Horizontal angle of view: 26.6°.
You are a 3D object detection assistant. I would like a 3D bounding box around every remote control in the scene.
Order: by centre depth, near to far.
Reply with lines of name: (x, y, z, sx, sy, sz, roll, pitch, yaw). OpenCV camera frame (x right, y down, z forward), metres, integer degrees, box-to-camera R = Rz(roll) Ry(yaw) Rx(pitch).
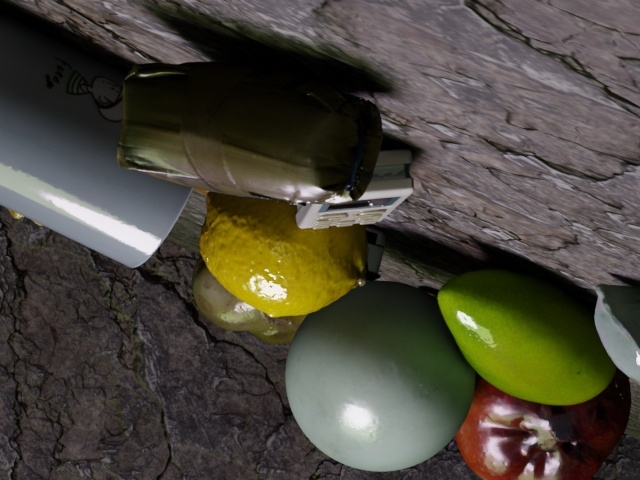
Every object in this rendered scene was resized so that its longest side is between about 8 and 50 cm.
remote control: (0.032, -0.051, 1.472, 0.103, 0.055, 0.277, -5, 176, -5)

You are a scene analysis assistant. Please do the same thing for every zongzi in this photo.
zongzi: (-0.021, -0.096, 1.296, 0.260, 0.123, 0.289, 11, -176, 29)

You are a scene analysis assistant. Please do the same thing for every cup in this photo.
cup: (-0.305, -0.120, 1.557, 0.312, 0.205, 0.205, 26, 173, -22)

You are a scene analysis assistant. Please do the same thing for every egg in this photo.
egg: (0.087, 0.196, 1.967, 0.276, 0.276, 0.389, 22, 178, 7)

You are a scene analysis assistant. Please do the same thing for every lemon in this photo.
lemon: (-0.045, -0.002, 1.701, 0.231, 0.192, 0.192, 29, 174, 5)

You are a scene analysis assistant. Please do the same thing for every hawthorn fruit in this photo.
hawthorn fruit: (0.328, 0.253, 2.114, 0.295, 0.295, 0.311, 25, 169, -20)

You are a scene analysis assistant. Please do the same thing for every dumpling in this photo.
dumpling: (0.407, 0.125, 1.563, 0.217, 0.105, 0.149, 36, 173, -8)

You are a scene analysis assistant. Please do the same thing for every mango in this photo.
mango: (0.269, 0.124, 1.828, 0.192, 0.156, 0.343, 2, 158, 40)

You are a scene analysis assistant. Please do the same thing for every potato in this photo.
potato: (-0.077, 0.098, 2.640, 0.351, 0.202, 0.218, 9, 160, 6)

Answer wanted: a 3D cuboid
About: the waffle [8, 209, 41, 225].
waffle: (-0.574, -0.151, 2.326, 0.302, 0.068, 0.325, 36, -168, -23)

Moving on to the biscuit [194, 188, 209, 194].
biscuit: (-0.135, -0.077, 2.070, 0.249, 0.035, 0.184, 25, 172, -15)

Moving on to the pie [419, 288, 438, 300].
pie: (0.212, 0.112, 2.456, 0.088, 0.033, 0.191, 27, 173, -7)

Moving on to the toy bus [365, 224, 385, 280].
toy bus: (0.000, 0.000, 1.979, 0.194, 0.089, 0.087, 17, 173, -5)
